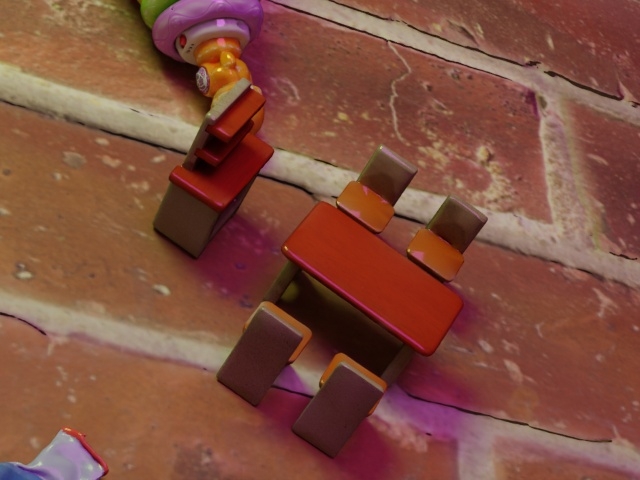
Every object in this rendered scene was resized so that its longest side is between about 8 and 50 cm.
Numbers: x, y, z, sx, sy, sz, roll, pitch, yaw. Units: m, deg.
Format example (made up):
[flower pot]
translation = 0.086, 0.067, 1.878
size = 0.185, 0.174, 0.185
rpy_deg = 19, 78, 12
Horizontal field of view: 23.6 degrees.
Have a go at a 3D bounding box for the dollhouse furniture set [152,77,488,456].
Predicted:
[dollhouse furniture set]
translation = 0.000, 0.000, 1.264
size = 0.259, 0.135, 0.262
rpy_deg = 35, 42, 2

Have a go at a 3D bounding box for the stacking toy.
[stacking toy]
translation = -0.110, -0.225, 1.424
size = 0.165, 0.175, 0.302
rpy_deg = -2, 66, -32

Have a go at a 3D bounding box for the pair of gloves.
[pair of gloves]
translation = -0.167, 0.218, 1.043
size = 0.198, 0.023, 0.159
rpy_deg = 42, 43, 10
